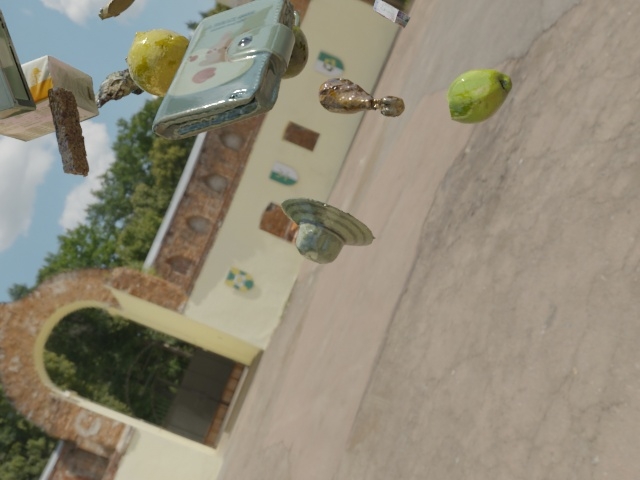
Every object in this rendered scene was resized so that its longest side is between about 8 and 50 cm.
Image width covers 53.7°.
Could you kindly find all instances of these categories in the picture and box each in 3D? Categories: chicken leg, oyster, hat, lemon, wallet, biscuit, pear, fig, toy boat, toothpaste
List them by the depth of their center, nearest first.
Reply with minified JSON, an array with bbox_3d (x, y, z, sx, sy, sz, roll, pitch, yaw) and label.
[{"bbox_3d":[-0.171,-0.345,1.224,0.083,0.252,0.360,59,-149,-44],"label":"wallet"},{"bbox_3d":[-0.541,-0.233,1.361,0.064,0.035,0.199,6,-113,-71],"label":"biscuit"},{"bbox_3d":[0.098,-0.343,1.558,0.107,0.252,0.087,-25,-56,-39],"label":"chicken leg"},{"bbox_3d":[0.000,0.000,1.564,0.252,0.252,0.109,127,166,-72],"label":"hat"},{"bbox_3d":[-0.405,-0.459,1.651,0.173,0.206,0.173,-156,90,-83],"label":"lemon"},{"bbox_3d":[-0.596,-0.703,1.878,0.149,0.047,0.049,-47,30,-19],"label":"toy boat"},{"bbox_3d":[0.209,-0.682,1.894,0.040,0.047,0.196,-60,28,20],"label":"toothpaste"},{"bbox_3d":[-0.084,-0.598,1.913,0.259,0.151,0.151,-60,-1,-36],"label":"fig"},{"bbox_3d":[-0.690,-0.517,2.149,0.260,0.092,0.198,-32,31,-7],"label":"oyster"},{"bbox_3d":[0.541,-0.495,2.152,0.220,0.187,0.187,-12,38,27],"label":"pear"}]

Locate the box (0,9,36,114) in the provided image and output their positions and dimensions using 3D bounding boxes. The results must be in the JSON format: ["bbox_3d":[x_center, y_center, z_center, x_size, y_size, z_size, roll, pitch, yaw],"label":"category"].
[{"bbox_3d":[-0.694,-0.376,1.328,0.129,0.086,0.225,-108,2,-79],"label":"box"}]

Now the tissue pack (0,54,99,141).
[{"bbox_3d":[-0.692,-0.341,1.535,0.185,0.225,0.124,19,-124,-76],"label":"tissue pack"}]
